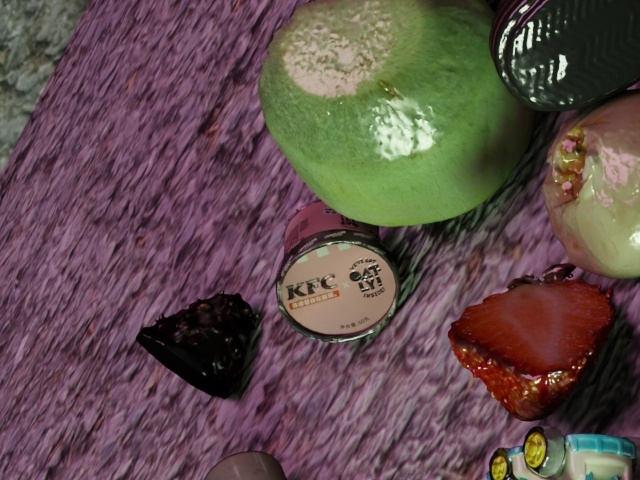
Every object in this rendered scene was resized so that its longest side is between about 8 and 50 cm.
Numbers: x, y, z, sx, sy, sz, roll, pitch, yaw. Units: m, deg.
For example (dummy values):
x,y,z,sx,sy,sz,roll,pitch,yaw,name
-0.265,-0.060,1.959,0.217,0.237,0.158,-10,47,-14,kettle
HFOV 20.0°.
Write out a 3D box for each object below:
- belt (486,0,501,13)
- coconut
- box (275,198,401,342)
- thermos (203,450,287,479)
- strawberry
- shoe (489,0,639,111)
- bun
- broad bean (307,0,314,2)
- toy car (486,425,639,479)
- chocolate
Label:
x,y,z,sx,sy,sz,roll,pitch,yaw,name
0.155,-0.265,2.278,0.359,0.094,0.126,-55,34,21,belt
0.094,-0.163,2.112,0.281,0.328,0.328,48,113,31,coconut
0.018,0.028,2.232,0.151,0.151,0.135,-51,22,24,box
-0.068,0.365,2.173,0.193,0.105,0.137,-120,34,-49,thermos
0.218,0.122,1.841,0.175,0.107,0.236,-3,25,26,strawberry
0.318,-0.303,1.869,0.384,0.171,0.237,-36,32,4,shoe
0.296,-0.067,1.848,0.222,0.127,0.222,-35,42,40,bun
0.029,-0.284,2.438,0.228,0.122,0.156,-81,10,-70,broad bean
0.229,0.240,1.734,0.161,0.126,0.098,-37,48,51,toy car
-0.152,0.124,2.469,0.133,0.156,0.156,-54,25,-17,chocolate
